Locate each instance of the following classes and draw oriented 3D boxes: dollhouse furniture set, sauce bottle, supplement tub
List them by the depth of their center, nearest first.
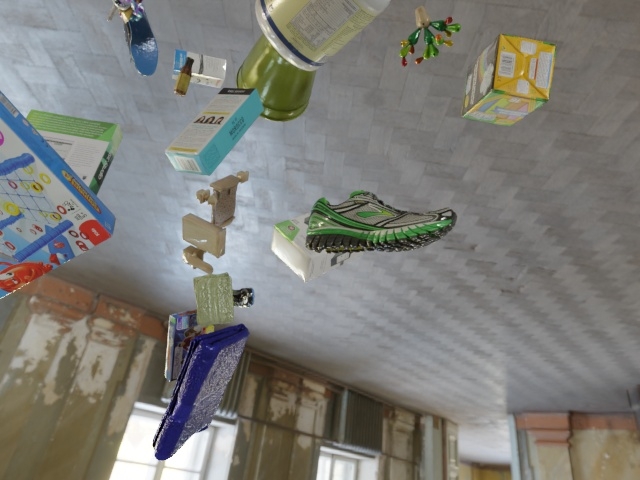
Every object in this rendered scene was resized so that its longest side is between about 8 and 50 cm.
[{"bbox_3d":[0.024,-0.605,1.061,0.235,0.235,0.325,31,135,-34],"label":"supplement tub"},{"bbox_3d":[-0.449,-0.543,1.447,0.042,0.128,0.042,19,178,1],"label":"sauce bottle"},{"bbox_3d":[-0.362,-0.071,1.744,0.174,0.355,0.303,25,125,18],"label":"dollhouse furniture set"}]

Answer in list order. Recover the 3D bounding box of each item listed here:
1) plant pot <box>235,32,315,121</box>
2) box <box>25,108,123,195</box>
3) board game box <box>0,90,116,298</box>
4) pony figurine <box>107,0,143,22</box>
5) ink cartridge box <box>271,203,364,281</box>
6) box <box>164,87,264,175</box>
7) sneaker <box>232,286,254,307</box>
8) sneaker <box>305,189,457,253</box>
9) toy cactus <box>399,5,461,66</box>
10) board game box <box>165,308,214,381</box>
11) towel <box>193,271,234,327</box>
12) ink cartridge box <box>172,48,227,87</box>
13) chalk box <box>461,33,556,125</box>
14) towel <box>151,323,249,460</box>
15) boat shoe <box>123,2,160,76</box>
[{"bbox_3d":[-0.164,-0.788,1.961,0.366,0.366,0.353,18,157,-16],"label":"plant pot"},{"bbox_3d":[-0.673,-0.187,1.108,0.232,0.322,0.058,9,149,-5],"label":"box"},{"bbox_3d":[-0.606,-0.061,0.795,0.302,0.086,0.308,-30,127,-1],"label":"board game box"},{"bbox_3d":[-0.517,-0.798,1.187,0.351,0.303,0.363,-37,165,-2],"label":"pony figurine"},{"bbox_3d":[0.000,0.000,1.494,0.198,0.273,0.115,40,136,32],"label":"ink cartridge box"},{"bbox_3d":[-0.233,-0.252,0.985,0.100,0.244,0.060,11,144,26],"label":"box"},{"bbox_3d":[-0.289,0.193,1.460,0.188,0.067,0.078,-9,169,39],"label":"sneaker"},{"bbox_3d":[0.128,-0.051,0.984,0.343,0.146,0.134,-1,170,17],"label":"sneaker"},{"bbox_3d":[0.360,-0.716,1.504,0.219,0.180,0.112,-20,173,37],"label":"toy cactus"},{"bbox_3d":[-0.389,0.308,1.309,0.035,0.201,0.136,19,-164,41],"label":"board game box"},{"bbox_3d":[-0.303,0.168,1.248,0.110,0.148,0.027,-6,176,-18],"label":"towel"},{"bbox_3d":[-0.500,-0.705,1.803,0.203,0.086,0.148,5,-177,-20],"label":"ink cartridge box"},{"bbox_3d":[0.419,-0.355,1.015,0.132,0.132,0.213,9,177,-3],"label":"chalk box"},{"bbox_3d":[-0.297,0.360,1.089,0.076,0.308,0.227,26,-174,13],"label":"towel"},{"bbox_3d":[-0.611,-0.692,1.487,0.109,0.258,0.089,-10,-167,-31],"label":"boat shoe"}]
